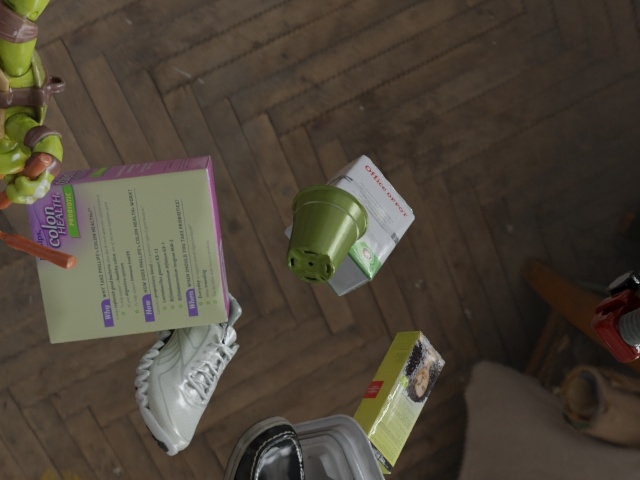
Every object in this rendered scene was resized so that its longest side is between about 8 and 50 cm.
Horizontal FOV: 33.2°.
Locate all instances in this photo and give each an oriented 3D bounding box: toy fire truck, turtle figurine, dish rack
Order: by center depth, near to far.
[{"bbox_3d":[-0.229,-0.119,0.789,0.087,0.269,0.217,-16,134,-32],"label":"turtle figurine"},{"bbox_3d":[0.522,0.151,1.694,0.246,0.217,0.158,-39,91,-35],"label":"toy fire truck"},{"bbox_3d":[-0.004,0.434,1.720,0.072,0.333,0.285,-18,85,-36],"label":"dish rack"}]

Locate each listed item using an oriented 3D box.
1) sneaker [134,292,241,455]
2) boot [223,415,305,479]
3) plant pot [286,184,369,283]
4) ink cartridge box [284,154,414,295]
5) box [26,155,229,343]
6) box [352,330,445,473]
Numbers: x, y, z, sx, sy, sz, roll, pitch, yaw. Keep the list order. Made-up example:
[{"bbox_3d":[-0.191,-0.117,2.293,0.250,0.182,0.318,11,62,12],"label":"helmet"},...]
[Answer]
[{"bbox_3d":[-0.181,0.173,1.513,0.118,0.292,0.110,-18,125,17],"label":"sneaker"},{"bbox_3d":[-0.014,0.464,1.543,0.138,0.284,0.377,-15,122,-35],"label":"boot"},{"bbox_3d":[0.000,0.000,1.099,0.083,0.079,0.083,11,136,11],"label":"plant pot"},{"bbox_3d":[0.057,-0.030,1.947,0.093,0.219,0.160,-32,102,40],"label":"ink cartridge box"},{"bbox_3d":[-0.256,0.009,1.463,0.243,0.117,0.213,-7,104,-2],"label":"box"},{"bbox_3d":[0.120,0.262,1.762,0.087,0.058,0.232,50,54,-28],"label":"box"}]
